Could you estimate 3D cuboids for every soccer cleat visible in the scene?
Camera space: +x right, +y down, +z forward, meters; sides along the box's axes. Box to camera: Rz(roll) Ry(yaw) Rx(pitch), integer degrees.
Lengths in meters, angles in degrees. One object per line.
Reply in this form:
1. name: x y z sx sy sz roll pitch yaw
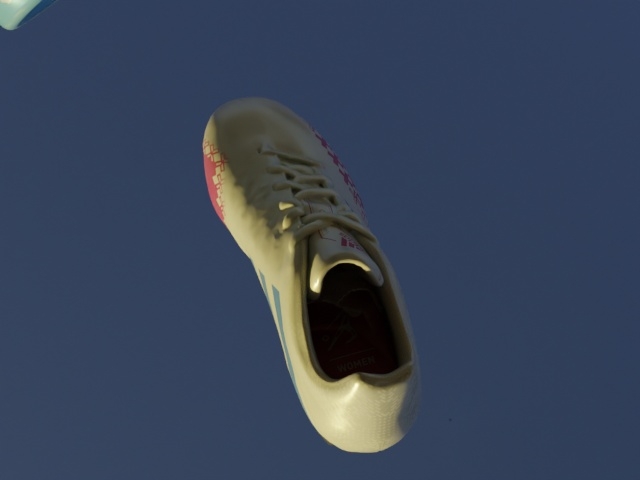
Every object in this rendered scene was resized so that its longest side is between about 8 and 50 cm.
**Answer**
1. soccer cleat: 0.000 0.000 1.095 0.116 0.143 0.331 -17 -117 -15

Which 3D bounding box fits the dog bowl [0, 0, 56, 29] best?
1. dog bowl: -0.099 -0.225 0.804 0.074 0.166 0.297 50 -120 -11
